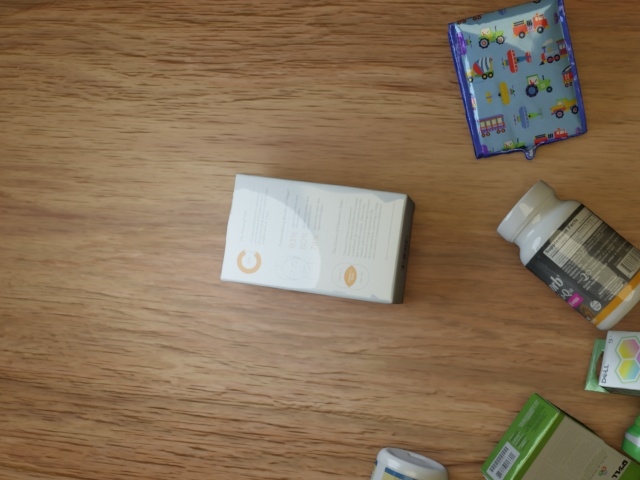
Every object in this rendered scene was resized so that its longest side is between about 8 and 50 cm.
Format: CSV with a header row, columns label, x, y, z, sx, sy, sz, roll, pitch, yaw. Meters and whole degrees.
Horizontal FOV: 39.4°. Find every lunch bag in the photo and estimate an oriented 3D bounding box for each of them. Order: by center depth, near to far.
label,x,y,z,sx,sy,sz,roll,pitch,yaw
lunch bag,0.390,-0.303,1.760,0.221,0.138,0.293,-13,92,8

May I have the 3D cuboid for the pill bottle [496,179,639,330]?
label,x,y,z,sx,sy,sz,roll,pitch,yaw
pill bottle,0.480,0.024,1.686,0.278,0.162,0.162,42,95,13

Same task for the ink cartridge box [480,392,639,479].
label,x,y,z,sx,sy,sz,roll,pitch,yaw
ink cartridge box,0.464,0.438,1.698,0.255,0.097,0.189,33,93,-21

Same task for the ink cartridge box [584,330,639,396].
label,x,y,z,sx,sy,sz,roll,pitch,yaw
ink cartridge box,0.574,0.226,1.634,0.209,0.062,0.109,-1,67,46

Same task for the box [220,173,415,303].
label,x,y,z,sx,sy,sz,roll,pitch,yaw
box,0.000,0.000,1.788,0.345,0.168,0.215,8,87,12

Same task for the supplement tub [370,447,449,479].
label,x,y,z,sx,sy,sz,roll,pitch,yaw
supplement tub,0.154,0.516,1.723,0.144,0.144,0.200,17,89,13

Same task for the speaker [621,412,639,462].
label,x,y,z,sx,sy,sz,roll,pitch,yaw
speaker,0.678,0.289,1.636,0.131,0.131,0.297,33,92,13
